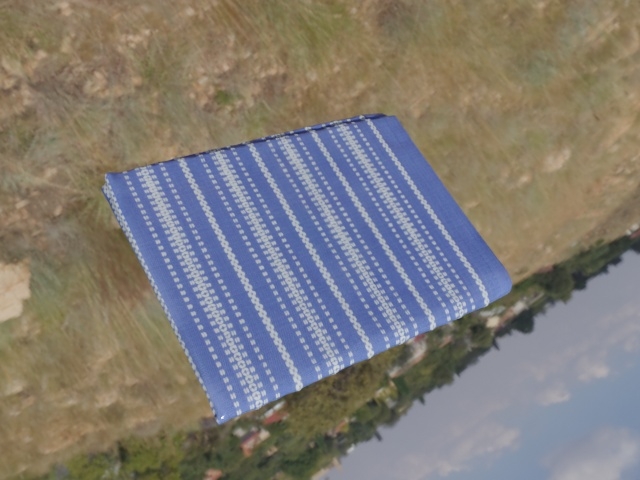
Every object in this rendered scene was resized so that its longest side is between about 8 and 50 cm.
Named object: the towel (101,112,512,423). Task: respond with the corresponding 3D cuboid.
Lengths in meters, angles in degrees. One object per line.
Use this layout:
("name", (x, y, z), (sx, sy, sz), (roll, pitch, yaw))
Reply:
("towel", (0.000, 0.000, 0.655), (0.336, 0.243, 0.040), (-18, 154, -32))
